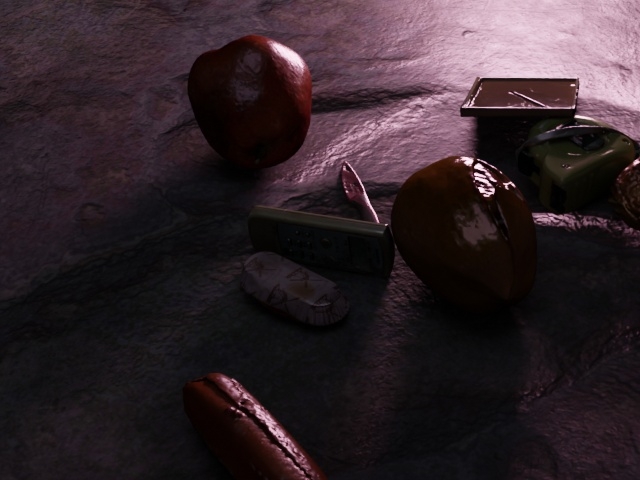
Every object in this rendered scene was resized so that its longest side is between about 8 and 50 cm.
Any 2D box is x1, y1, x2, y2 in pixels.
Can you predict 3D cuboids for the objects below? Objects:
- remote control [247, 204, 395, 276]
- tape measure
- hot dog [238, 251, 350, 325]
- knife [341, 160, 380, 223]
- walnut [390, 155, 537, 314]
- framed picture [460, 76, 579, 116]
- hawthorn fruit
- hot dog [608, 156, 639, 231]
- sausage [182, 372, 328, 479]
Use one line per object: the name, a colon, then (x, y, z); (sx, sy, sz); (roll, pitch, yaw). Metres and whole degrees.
remote control: (0.000, 0.000, 1.904); (0.234, 0.098, 0.038); (8, 47, 18)
tape measure: (0.415, -0.137, 2.004); (0.200, 0.106, 0.175); (-24, 45, -23)
hot dog: (-0.040, 0.075, 1.856); (0.192, 0.053, 0.099); (23, 49, 28)
knife: (0.064, -0.064, 2.042); (0.035, 0.018, 0.247); (-15, 37, -5)
walnut: (0.218, 0.001, 1.806); (0.203, 0.203, 0.298); (-14, 42, -8)
framed picture: (0.353, -0.254, 2.152); (0.192, 0.018, 0.265); (1, 19, 14)
hawthorn fruit: (-0.117, -0.223, 2.124); (0.224, 0.224, 0.260); (-9, 59, -3)
hot dog: (0.580, -0.096, 1.912); (0.259, 0.114, 0.175); (-32, 49, 14)
sausage: (-0.075, 0.277, 1.573); (0.102, 0.102, 0.330); (-26, 43, -22)
